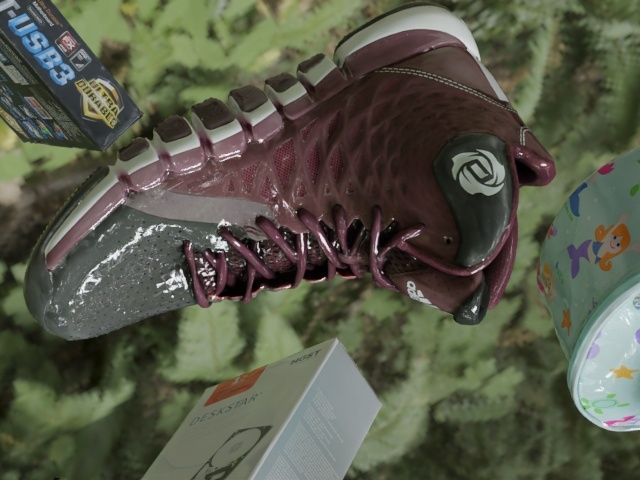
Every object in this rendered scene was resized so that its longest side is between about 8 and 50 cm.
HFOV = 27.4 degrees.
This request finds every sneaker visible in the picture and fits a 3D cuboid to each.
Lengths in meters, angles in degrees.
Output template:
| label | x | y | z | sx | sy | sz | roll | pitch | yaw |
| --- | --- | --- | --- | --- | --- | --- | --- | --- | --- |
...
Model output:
| label | x | y | z | sx | sy | sz | roll | pitch | yaw |
| --- | --- | --- | --- | --- | --- | --- | --- | --- | --- |
| sneaker | 0.000 | 0.000 | 0.668 | 0.281 | 0.162 | 0.106 | -34 | 155 | -12 |

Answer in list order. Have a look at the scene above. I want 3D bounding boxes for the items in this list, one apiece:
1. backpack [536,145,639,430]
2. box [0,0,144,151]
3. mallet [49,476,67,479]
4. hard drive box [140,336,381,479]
| label | x | y | z | sx | sy | sz | roll | pitch | yaw |
| --- | --- | --- | --- | --- | --- | --- | --- | --- | --- |
| backpack | 0.271 | 0.036 | 0.830 | 0.253 | 0.191 | 0.225 | -1 | 145 | -6 |
| box | -0.359 | -0.229 | 1.450 | 0.073 | 0.295 | 0.293 | -46 | -156 | -16 |
| mallet | -0.143 | 0.208 | 0.963 | 0.062 | 0.039 | 0.189 | -8 | -165 | -29 |
| hard drive box | -0.068 | 0.212 | 1.231 | 0.181 | 0.089 | 0.232 | -25 | -164 | 31 |
